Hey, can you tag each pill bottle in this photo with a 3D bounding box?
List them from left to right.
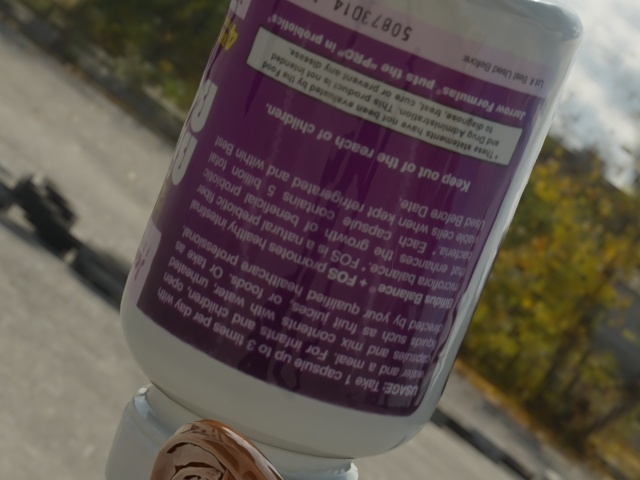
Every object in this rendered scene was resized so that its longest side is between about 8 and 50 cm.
[{"bbox_3d":[0.000,0.000,0.961,0.169,0.302,0.169,20,11,-4],"label":"pill bottle"}]

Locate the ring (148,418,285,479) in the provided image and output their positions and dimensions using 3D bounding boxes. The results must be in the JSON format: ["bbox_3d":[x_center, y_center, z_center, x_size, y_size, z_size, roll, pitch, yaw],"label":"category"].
[{"bbox_3d":[0.001,0.213,0.510,0.336,0.032,0.337,165,-90,-74],"label":"ring"}]
